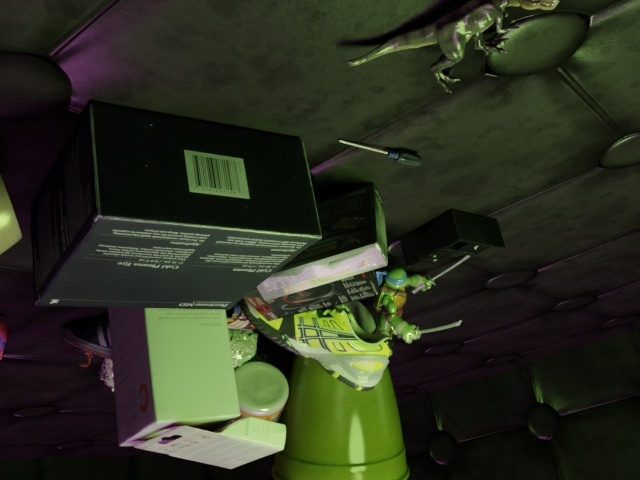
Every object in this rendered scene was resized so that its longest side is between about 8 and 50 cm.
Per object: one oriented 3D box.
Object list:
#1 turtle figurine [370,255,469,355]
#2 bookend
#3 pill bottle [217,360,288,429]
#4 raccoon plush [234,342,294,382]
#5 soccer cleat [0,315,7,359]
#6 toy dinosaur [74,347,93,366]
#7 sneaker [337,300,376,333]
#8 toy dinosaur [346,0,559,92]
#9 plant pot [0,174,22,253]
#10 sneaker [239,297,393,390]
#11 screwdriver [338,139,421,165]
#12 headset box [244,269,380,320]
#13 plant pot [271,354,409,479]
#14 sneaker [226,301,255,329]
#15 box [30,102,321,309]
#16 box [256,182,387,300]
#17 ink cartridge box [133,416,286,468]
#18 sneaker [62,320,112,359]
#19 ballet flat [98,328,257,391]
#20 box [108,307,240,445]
[{"bbox_3d":[0.221,0.179,1.817,0.275,0.197,0.266,-1,143,-15],"label":"turtle figurine"},{"bbox_3d":[0.285,0.007,1.628,0.156,0.072,0.157,9,151,-41],"label":"bookend"},{"bbox_3d":[-0.188,0.458,1.981,0.162,0.162,0.278,-2,135,-22],"label":"pill bottle"},{"bbox_3d":[-0.230,0.357,2.079,0.299,0.216,0.446,-26,154,14],"label":"raccoon plush"},{"bbox_3d":[-0.750,0.186,1.537,0.083,0.095,0.248,-21,156,23],"label":"soccer cleat"},{"bbox_3d":[-0.568,0.262,1.822,0.047,0.082,0.090,2,154,-28],"label":"toy dinosaur"},{"bbox_3d":[0.007,0.211,1.959,0.296,0.104,0.147,19,145,-41],"label":"sneaker"},{"bbox_3d":[0.177,-0.258,0.967,0.268,0.064,0.118,-19,150,23],"label":"toy dinosaur"},{"bbox_3d":[-0.554,-0.017,0.994,0.274,0.256,0.256,-20,162,-22],"label":"plant pot"},{"bbox_3d":[-0.008,0.196,1.755,0.385,0.147,0.145,29,-168,-7],"label":"sneaker"},{"bbox_3d":[0.101,-0.145,1.243,0.170,0.025,0.024,5,153,-35],"label":"screwdriver"},{"bbox_3d":[-0.037,0.070,1.577,0.293,0.110,0.218,-14,157,7],"label":"headset box"},{"bbox_3d":[0.050,0.437,1.992,0.367,0.352,0.366,-1,-178,0],"label":"plant pot"},{"bbox_3d":[-0.193,0.177,1.814,0.186,0.069,0.084,-2,161,-24],"label":"sneaker"},{"bbox_3d":[-0.232,-0.030,1.157,0.343,0.179,0.312,5,151,-34],"label":"box"},{"bbox_3d":[0.000,0.000,1.336,0.231,0.183,0.056,-18,126,13],"label":"box"},{"bbox_3d":[-0.207,0.370,1.414,0.225,0.056,0.181,26,140,-33],"label":"ink cartridge box"},{"bbox_3d":[-0.456,0.202,1.740,0.282,0.153,0.099,14,169,22],"label":"sneaker"},{"bbox_3d":[-0.347,0.274,1.874,0.409,0.147,0.147,-13,159,-18],"label":"ballet flat"},{"bbox_3d":[-0.295,0.201,1.460,0.168,0.345,0.215,4,154,-32],"label":"box"}]
